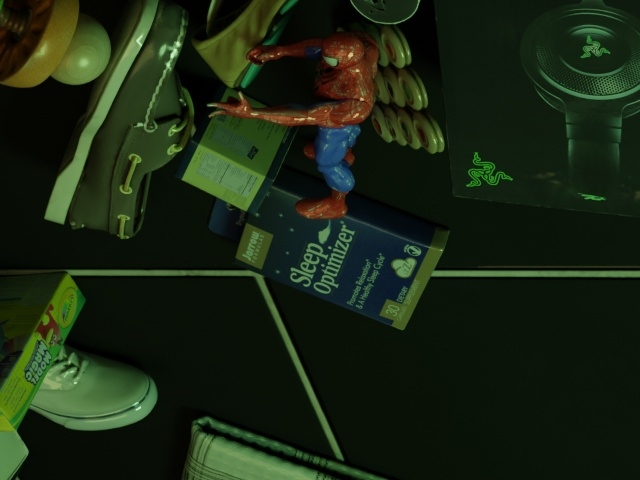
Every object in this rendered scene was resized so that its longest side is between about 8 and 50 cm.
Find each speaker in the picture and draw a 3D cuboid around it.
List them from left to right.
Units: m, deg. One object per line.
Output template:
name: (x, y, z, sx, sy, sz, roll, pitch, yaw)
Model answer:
speaker: (0.063, -0.223, 1.120, 0.055, 0.136, 0.055, 12, 138, 11)

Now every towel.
towel: (-0.024, 0.362, 1.852, 0.324, 0.056, 0.312, 18, 139, 3)

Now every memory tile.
memory tile: (0.055, -0.128, 1.230, 0.113, 0.012, 0.148, 68, 168, -14)

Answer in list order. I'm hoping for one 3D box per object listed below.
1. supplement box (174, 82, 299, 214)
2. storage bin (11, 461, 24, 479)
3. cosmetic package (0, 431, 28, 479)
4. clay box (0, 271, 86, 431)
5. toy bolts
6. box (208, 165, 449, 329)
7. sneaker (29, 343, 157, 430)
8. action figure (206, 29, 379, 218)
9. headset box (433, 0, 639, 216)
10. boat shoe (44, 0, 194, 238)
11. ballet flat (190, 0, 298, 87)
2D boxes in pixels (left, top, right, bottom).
supplement box: (-0.076, -0.084, 1.369, 0.083, 0.083, 0.056, 27, 140, -5)
storage bin: (-0.471, 0.321, 1.901, 0.122, 0.180, 0.084, 33, 137, -13)
cosmetic package: (-0.522, 0.223, 1.804, 0.296, 0.129, 0.153, 15, 144, 30)
clay box: (-0.357, 0.132, 1.616, 0.127, 0.222, 0.053, -5, 133, 28)
toy bolts: (-0.198, -0.246, 1.182, 0.158, 0.218, 0.228, 20, 150, -35)
box: (0.000, 0.000, 1.467, 0.225, 0.036, 0.136, 22, 139, 1)
sneaker: (-0.315, 0.150, 1.716, 0.258, 0.094, 0.091, 9, 142, 15)
action figure: (-0.024, -0.106, 1.245, 0.139, 0.091, 0.280, 8, 159, -4)
headset box: (0.221, -0.149, 1.139, 0.246, 0.131, 0.283, 8, 138, 16)
boat shoe: (-0.170, -0.108, 1.365, 0.097, 0.116, 0.324, 21, 141, -11)
ballet flat: (-0.043, -0.210, 1.229, 0.073, 0.080, 0.232, 41, 136, -3)
